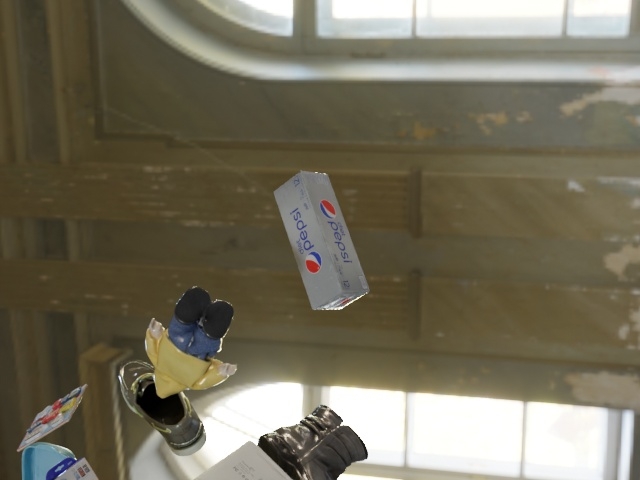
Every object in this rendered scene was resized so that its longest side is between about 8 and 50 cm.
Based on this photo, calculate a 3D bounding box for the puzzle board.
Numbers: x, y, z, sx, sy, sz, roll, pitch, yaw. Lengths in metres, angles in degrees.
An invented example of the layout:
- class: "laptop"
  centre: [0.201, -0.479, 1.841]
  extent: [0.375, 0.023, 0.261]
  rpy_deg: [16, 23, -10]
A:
- class: "puzzle board"
  centre: [-0.462, 0.303, 1.627]
  extent: [0.011, 0.128, 0.096]
  rpy_deg: [50, -157, -18]

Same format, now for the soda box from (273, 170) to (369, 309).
- class: "soda box"
  centre: [0.000, 0.000, 2.011]
  extent: [0.091, 0.098, 0.286]
  rpy_deg: [2, -119, -47]

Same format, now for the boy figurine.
- class: "boy figurine"
  centre: [-0.239, 0.208, 1.736]
  extent: [0.092, 0.177, 0.285]
  rpy_deg: [-64, 1, -40]

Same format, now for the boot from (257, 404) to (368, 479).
- class: "boot"
  centre: [0.030, 0.531, 2.164]
  extent: [0.222, 0.338, 0.118]
  rpy_deg: [-18, -32, -34]

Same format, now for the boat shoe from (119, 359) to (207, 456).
- class: "boat shoe"
  centre: [-0.342, 0.329, 1.987]
  extent: [0.109, 0.305, 0.091]
  rpy_deg: [-35, -47, -19]

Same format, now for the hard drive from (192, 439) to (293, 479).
- class: "hard drive"
  centre: [-0.173, 0.553, 1.950]
  extent: [0.307, 0.203, 0.040]
  rpy_deg: [-27, -28, -53]

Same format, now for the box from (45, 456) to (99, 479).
- class: "box"
  centre: [-0.419, 0.445, 1.650]
  extent: [0.081, 0.028, 0.136]
  rpy_deg: [-35, -82, -42]

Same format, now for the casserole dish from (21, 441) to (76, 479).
- class: "casserole dish"
  centre: [-0.533, 0.473, 1.882]
  extent: [0.037, 0.114, 0.189]
  rpy_deg: [-58, -23, -63]
